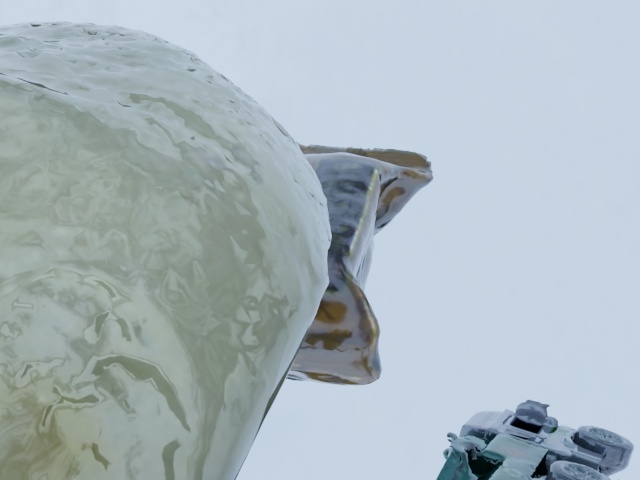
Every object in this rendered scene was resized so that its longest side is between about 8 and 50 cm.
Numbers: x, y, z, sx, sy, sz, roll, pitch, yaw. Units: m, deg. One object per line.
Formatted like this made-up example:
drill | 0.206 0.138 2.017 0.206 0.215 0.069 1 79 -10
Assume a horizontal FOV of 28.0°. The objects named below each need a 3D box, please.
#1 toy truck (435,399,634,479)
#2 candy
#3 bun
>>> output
toy truck | 0.166 0.252 1.148 0.178 0.363 0.176 20 102 20
candy | 0.000 0.000 0.896 0.143 0.101 0.271 7 34 5
bun | -0.180 0.045 0.499 0.202 0.364 0.364 48 70 -19
